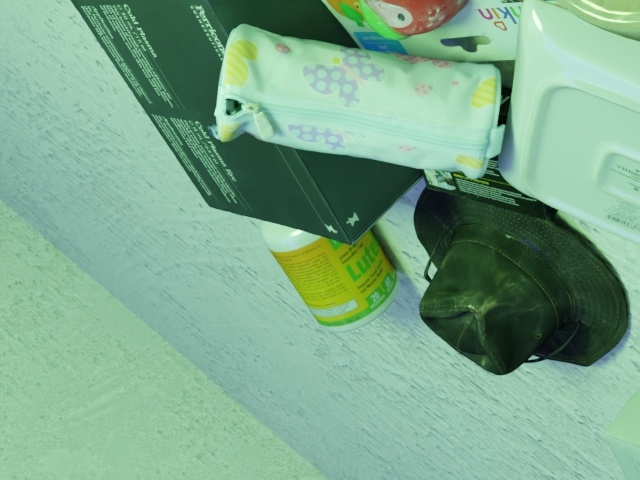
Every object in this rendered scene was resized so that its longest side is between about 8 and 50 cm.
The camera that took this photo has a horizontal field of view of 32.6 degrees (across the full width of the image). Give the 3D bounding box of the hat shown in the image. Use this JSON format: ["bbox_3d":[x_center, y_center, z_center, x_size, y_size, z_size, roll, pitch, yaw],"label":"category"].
[{"bbox_3d":[0.201,0.073,1.325,0.331,0.134,0.331,39,158,19],"label":"hat"}]

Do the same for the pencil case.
[{"bbox_3d":[0.035,-0.131,1.038,0.273,0.113,0.124,8,-169,-4],"label":"pencil case"}]

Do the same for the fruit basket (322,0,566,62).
[{"bbox_3d":[0.051,-0.267,0.951,0.327,0.165,0.353,11,146,48],"label":"fruit basket"}]

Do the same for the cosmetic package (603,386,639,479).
[{"bbox_3d":[0.464,0.266,1.181,0.225,0.138,0.224,13,142,51],"label":"cosmetic package"}]

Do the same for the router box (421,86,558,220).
[{"bbox_3d":[0.172,-0.102,1.172,0.179,0.046,0.133,20,142,47],"label":"router box"}]

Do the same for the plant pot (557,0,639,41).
[{"bbox_3d":[0.219,-0.223,0.639,0.284,0.191,0.284,36,149,26],"label":"plant pot"}]

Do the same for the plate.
[{"bbox_3d":[0.283,-0.065,0.950,0.277,0.045,0.278,24,158,15],"label":"plate"}]

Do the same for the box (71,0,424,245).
[{"bbox_3d":[-0.074,-0.196,1.280,0.312,0.179,0.343,17,145,51],"label":"box"}]

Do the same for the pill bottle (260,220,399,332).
[{"bbox_3d":[0.000,0.000,1.548,0.136,0.136,0.245,13,142,54],"label":"pill bottle"}]
